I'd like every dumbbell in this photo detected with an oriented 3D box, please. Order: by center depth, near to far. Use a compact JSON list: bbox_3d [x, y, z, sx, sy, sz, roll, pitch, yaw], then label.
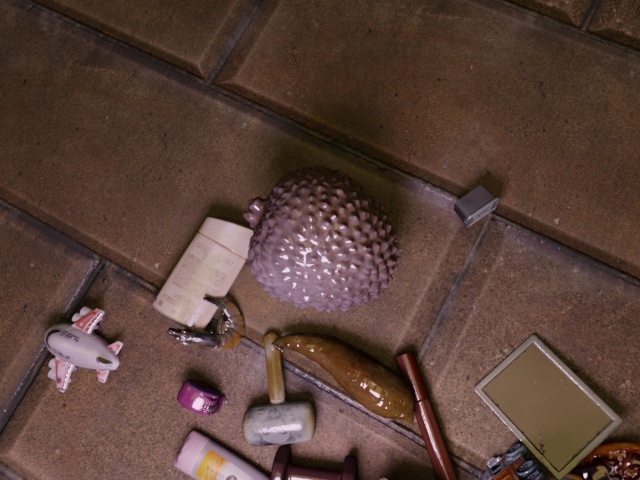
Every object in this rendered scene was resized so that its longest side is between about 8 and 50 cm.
[{"bbox_3d":[-0.016,0.624,1.242,0.226,0.140,0.123,5,108,8],"label":"dumbbell"}]

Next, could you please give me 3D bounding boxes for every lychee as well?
[{"bbox_3d":[0.000,0.000,1.263,0.433,0.380,0.379,25,82,-9],"label":"lychee"}]

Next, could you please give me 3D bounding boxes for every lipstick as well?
[{"bbox_3d":[0.286,0.479,1.282,0.058,0.057,0.356,-19,78,2],"label":"lipstick"}]

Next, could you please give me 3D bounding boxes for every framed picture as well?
[{"bbox_3d":[0.595,0.434,1.260,0.232,0.019,0.296,-40,69,-3],"label":"framed picture"}]

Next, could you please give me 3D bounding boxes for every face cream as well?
[{"bbox_3d":[-0.264,0.634,1.300,0.270,0.073,0.107,25,74,11],"label":"face cream"},{"bbox_3d":[-0.336,0.086,1.411,0.174,0.081,0.348,29,83,3],"label":"face cream"}]

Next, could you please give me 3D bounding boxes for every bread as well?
[{"bbox_3d":[0.734,0.591,1.202,0.269,0.095,0.139,-24,64,16],"label":"bread"}]

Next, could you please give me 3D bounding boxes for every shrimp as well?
[{"bbox_3d":[-0.320,0.238,1.355,0.218,0.051,0.150,10,87,-26],"label":"shrimp"}]

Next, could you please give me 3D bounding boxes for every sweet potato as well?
[{"bbox_3d":[0.078,0.351,1.296,0.423,0.130,0.130,30,83,14],"label":"sweet potato"}]

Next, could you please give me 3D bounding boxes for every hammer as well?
[{"bbox_3d":[-0.121,0.405,1.326,0.202,0.113,0.305,-6,70,1],"label":"hammer"}]

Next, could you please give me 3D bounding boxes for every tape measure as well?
[{"bbox_3d":[-0.334,0.441,1.324,0.125,0.118,0.074,23,80,14],"label":"tape measure"}]

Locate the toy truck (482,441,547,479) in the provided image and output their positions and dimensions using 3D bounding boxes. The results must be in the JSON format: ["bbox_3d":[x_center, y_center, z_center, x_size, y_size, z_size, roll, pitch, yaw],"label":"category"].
[{"bbox_3d":[0.473,0.605,1.115,0.162,0.305,0.136,-37,76,5],"label":"toy truck"}]

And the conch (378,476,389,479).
[{"bbox_3d":[0.183,0.738,1.124,0.353,0.210,0.296,15,68,8],"label":"conch"}]

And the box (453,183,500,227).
[{"bbox_3d":[0.448,-0.101,1.373,0.122,0.084,0.069,-34,68,-2],"label":"box"}]

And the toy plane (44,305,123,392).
[{"bbox_3d":[-0.697,0.317,1.388,0.253,0.118,0.251,-2,76,7],"label":"toy plane"}]
